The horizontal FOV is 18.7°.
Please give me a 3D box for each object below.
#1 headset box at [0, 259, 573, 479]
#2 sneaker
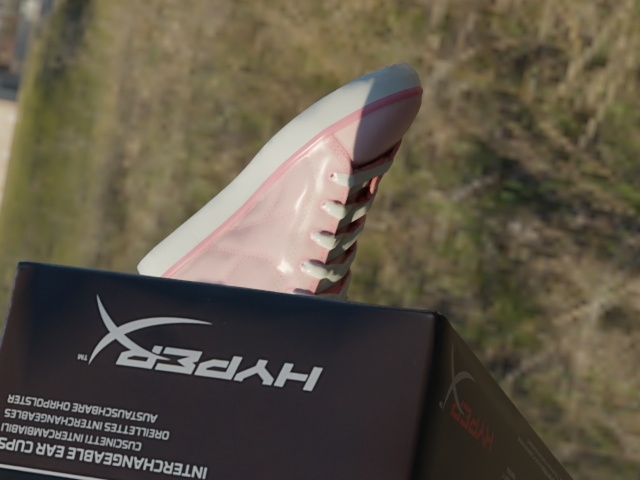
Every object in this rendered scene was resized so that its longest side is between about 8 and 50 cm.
[{"bbox_3d":[-0.022,0.177,0.498,0.218,0.110,0.293,47,-128,-68],"label":"headset box"},{"bbox_3d":[0.000,0.000,0.663,0.134,0.070,0.051,-40,-11,33],"label":"sneaker"}]
